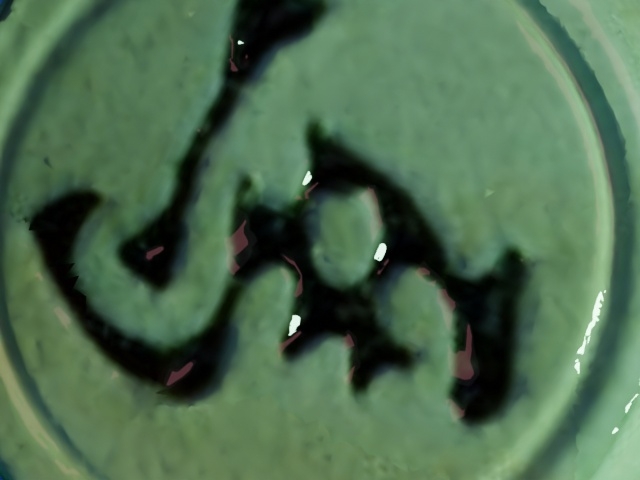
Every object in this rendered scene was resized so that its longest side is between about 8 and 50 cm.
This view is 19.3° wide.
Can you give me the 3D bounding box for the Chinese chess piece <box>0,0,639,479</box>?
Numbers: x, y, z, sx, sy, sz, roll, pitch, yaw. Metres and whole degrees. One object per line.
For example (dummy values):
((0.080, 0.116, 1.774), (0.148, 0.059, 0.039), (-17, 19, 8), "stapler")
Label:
((0.000, 0.000, 0.588), (0.250, 0.101, 0.250), (0, 88, 13), "Chinese chess piece")
